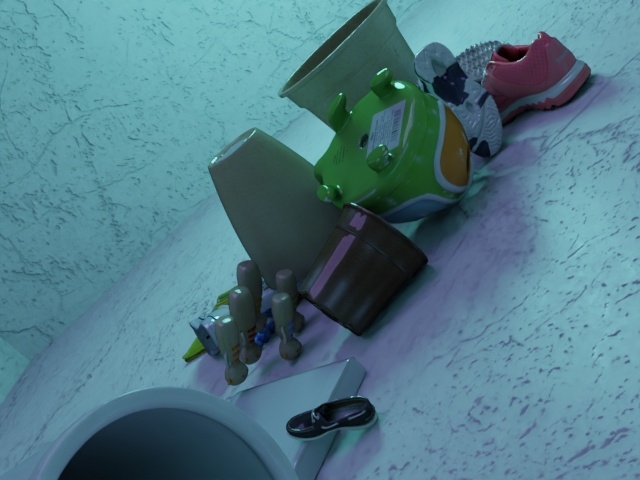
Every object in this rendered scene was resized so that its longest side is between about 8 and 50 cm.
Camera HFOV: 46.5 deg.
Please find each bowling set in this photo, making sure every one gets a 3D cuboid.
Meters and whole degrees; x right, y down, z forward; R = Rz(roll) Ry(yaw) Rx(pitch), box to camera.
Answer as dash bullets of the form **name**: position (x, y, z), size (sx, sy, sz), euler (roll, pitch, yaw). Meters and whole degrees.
- **bowling set**: position (-0.071, 0.151, 1.346), size (0.199, 0.154, 0.287), euler (-4, 24, 9)

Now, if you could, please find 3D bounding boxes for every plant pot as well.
- **plant pot**: position (0.059, 0.053, 1.198), size (0.165, 0.167, 0.167), euler (-54, 17, -8)
- **plant pot**: position (0.123, -0.344, 1.744), size (0.334, 0.305, 0.334), euler (-40, 16, 14)
- **plant pot**: position (-0.093, -0.086, 1.519), size (0.256, 0.274, 0.256), euler (-35, 19, 14)

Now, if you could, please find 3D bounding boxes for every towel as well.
- **towel**: position (-0.262, 0.199, 1.845), size (0.102, 0.021, 0.237), euler (-34, 19, 36)

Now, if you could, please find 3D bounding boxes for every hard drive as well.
- **hard drive**: position (-0.079, 0.291, 1.132), size (0.307, 0.040, 0.203), euler (-26, 24, 46)

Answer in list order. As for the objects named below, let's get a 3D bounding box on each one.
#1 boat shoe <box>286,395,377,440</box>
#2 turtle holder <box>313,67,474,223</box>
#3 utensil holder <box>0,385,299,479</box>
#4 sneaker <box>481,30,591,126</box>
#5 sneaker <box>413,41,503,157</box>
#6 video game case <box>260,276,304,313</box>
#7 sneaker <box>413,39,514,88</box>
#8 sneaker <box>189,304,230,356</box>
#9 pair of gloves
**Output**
- **boat shoe**: position (0.010, 0.231, 0.977), size (0.125, 0.038, 0.046), euler (-11, 40, 15)
- **turtle holder**: position (0.121, -0.123, 1.316), size (0.320, 0.227, 0.243), euler (-48, 35, 33)
- **utensil holder**: position (-0.247, 0.376, 0.827), size (0.385, 0.327, 0.328), euler (-33, 19, 40)
- **sneaker**: position (0.352, -0.303, 1.389), size (0.116, 0.136, 0.314), euler (-51, 17, -24)
- **sneaker**: position (0.258, -0.253, 1.410), size (0.094, 0.235, 0.153), euler (-41, -6, 4)
- **video game case**: position (0.000, 0.000, 1.635), size (0.329, 0.036, 0.300), euler (-33, 19, 20)
- **sneaker**: position (0.305, -0.315, 1.593), size (0.293, 0.102, 0.146), euler (-28, -28, -12)
- **sneaker**: position (-0.219, 0.193, 1.628), size (0.091, 0.094, 0.258), euler (-33, 4, -20)
- **pair of gloves**: position (-0.112, 0.165, 1.562), size (0.198, 0.023, 0.159), euler (-53, 18, -26)
